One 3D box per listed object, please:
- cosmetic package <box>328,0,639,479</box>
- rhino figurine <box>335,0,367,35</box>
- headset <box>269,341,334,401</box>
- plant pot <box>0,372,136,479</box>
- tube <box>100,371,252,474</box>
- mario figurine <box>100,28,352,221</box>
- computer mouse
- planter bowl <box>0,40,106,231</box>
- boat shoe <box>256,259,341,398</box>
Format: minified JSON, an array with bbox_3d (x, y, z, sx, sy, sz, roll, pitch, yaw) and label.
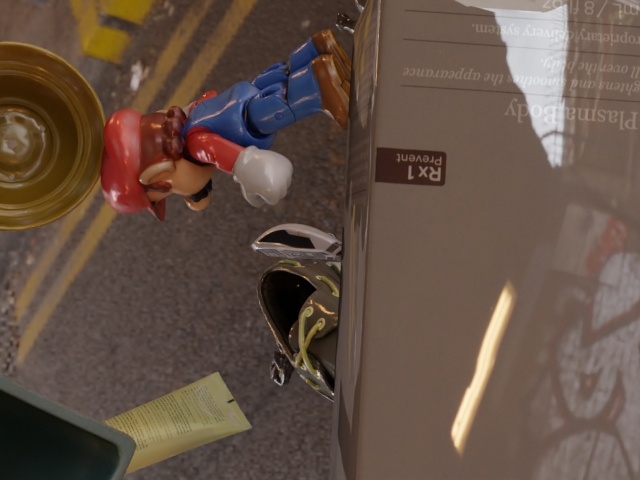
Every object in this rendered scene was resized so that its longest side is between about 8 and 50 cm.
[{"bbox_3d":[0.070,0.025,0.389,0.107,0.127,0.237,147,125,-85],"label":"cosmetic package"},{"bbox_3d":[0.075,-0.401,1.457,0.106,0.073,0.243,21,123,46],"label":"rhino figurine"},{"bbox_3d":[0.121,0.215,1.459,0.243,0.394,0.185,-82,3,-48],"label":"headset"},{"bbox_3d":[-0.356,0.186,0.783,0.252,0.248,0.247,20,74,36],"label":"plant pot"},{"bbox_3d":[-0.202,0.220,1.092,0.070,0.240,0.062,69,157,2],"label":"tube"},{"bbox_3d":[-0.099,-0.104,1.120,0.321,0.198,0.170,-22,88,16],"label":"mario figurine"},{"bbox_3d":[0.000,0.000,1.336,0.193,0.106,0.042,3,80,15],"label":"computer mouse"},{"bbox_3d":[-0.363,-0.117,1.165,0.090,0.217,0.217,175,105,-74],"label":"planter bowl"},{"bbox_3d":[0.012,0.094,0.933,0.305,0.091,0.109,-132,50,-67],"label":"boat shoe"}]
